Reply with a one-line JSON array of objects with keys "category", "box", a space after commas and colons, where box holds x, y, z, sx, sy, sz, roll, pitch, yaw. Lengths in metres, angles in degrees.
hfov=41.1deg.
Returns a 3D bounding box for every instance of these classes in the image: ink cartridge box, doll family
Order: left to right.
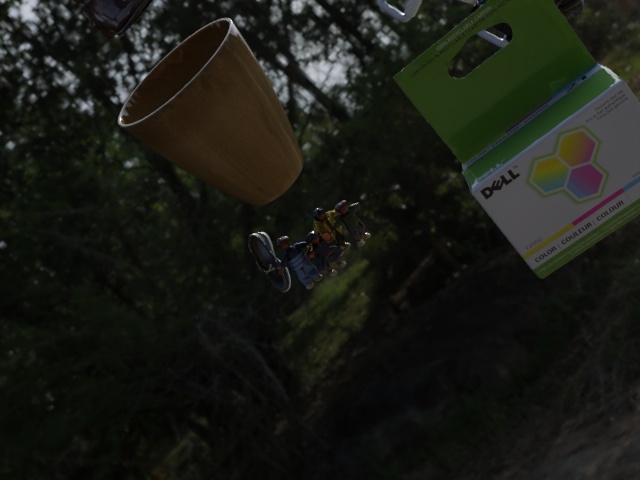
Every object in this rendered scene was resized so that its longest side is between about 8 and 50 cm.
[{"category": "doll family", "box": [0.000, 0.000, 1.576, 0.076, 0.111, 0.193, 5, 47, 51]}, {"category": "ink cartridge box", "box": [0.224, -0.118, 0.891, 0.189, 0.255, 0.097, -37, 17, 16]}]

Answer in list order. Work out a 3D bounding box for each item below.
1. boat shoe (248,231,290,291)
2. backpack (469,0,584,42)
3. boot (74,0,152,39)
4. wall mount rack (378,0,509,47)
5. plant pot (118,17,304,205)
[{"category": "boat shoe", "box": [-0.098, 0.041, 1.604, 0.046, 0.125, 0.038, -28, -10, 25]}, {"category": "backpack", "box": [0.257, -0.306, 1.044, 0.105, 0.084, 0.114, 16, -19, -43]}, {"category": "boot", "box": [-0.198, -0.219, 0.697, 0.106, 0.114, 0.037, -4, 46, 55]}, {"category": "wall mount rack", "box": [0.234, -0.452, 1.241, 0.350, 0.130, 0.304, 4, -64, -33]}, {"category": "plant pot", "box": [-0.151, -0.182, 1.378, 0.237, 0.254, 0.237, -31, 31, 21]}]
